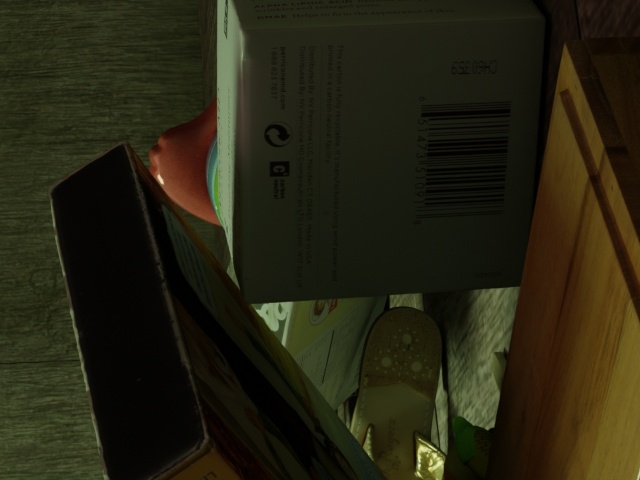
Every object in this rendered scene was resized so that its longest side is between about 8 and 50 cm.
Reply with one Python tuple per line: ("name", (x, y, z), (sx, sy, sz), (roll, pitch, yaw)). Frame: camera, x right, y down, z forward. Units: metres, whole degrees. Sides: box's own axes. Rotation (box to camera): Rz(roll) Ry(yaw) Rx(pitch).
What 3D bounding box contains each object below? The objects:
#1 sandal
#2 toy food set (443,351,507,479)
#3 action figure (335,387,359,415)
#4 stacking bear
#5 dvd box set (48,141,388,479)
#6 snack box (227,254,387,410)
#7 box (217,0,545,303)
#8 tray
("sandal", (0.057, 0.170, 1.392), (0.079, 0.088, 0.240), (-151, 64, -88))
("toy food set", (0.107, 0.181, 1.204), (0.132, 0.038, 0.192), (-111, 20, -67))
("action figure", (0.000, 0.206, 1.834), (0.285, 0.099, 0.185), (-97, 1, -56))
("stacking bear", (-0.012, -0.044, 1.597), (0.175, 0.164, 0.289), (-49, 25, 0))
("dvd box set", (-0.002, 0.172, 1.076), (0.420, 0.062, 0.307), (54, -173, -32))
("snack box", (0.000, 0.000, 1.347), (0.187, 0.060, 0.322), (-39, -34, -54))
("box", (0.032, -0.070, 1.134), (0.119, 0.182, 0.181), (-109, 17, -62))
("tray", (0.134, 0.130, 0.862), (0.203, 0.076, 0.411), (-100, 10, -46))
